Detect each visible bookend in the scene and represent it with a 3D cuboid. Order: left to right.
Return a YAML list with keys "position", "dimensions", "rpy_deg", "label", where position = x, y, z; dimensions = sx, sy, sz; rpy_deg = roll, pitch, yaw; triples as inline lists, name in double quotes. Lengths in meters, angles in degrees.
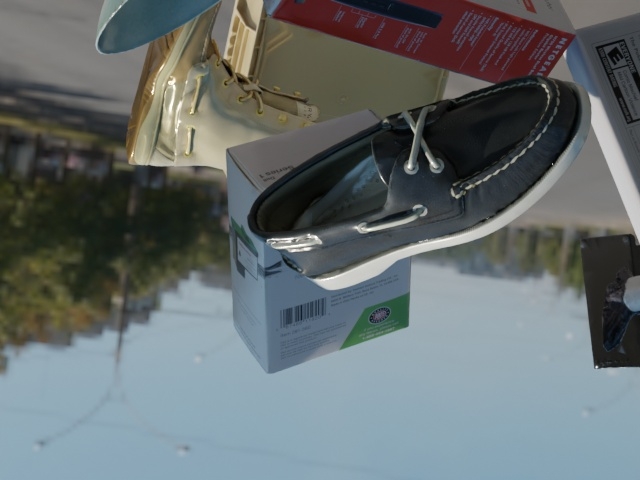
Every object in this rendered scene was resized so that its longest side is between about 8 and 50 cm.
- position: [0.391, 0.067, 1.917]
  dimensions: [0.072, 0.157, 0.156]
  rpy_deg: [-6, 180, 44]
  label: "bookend"

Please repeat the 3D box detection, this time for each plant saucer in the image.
- position: [-0.088, -0.203, 1.137]
  dimensions: [0.195, 0.037, 0.195]
  rpy_deg: [-34, 178, -1]
  label: "plant saucer"

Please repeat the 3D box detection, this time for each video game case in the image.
- position: [0.426, -0.093, 1.644]
  dimensions: [0.300, 0.329, 0.036]
  rpy_deg: [-18, 173, -27]
  label: "video game case"

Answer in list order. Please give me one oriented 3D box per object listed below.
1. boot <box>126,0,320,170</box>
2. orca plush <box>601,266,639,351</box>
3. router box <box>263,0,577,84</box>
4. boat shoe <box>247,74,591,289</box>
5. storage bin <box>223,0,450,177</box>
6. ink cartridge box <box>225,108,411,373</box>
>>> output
- position: [-0.093, -0.176, 1.797]
  dimensions: [0.203, 0.262, 0.095]
  rpy_deg: [10, -142, -16]
  label: "boot"
- position: [0.388, 0.077, 1.449]
  dimensions: [0.287, 0.102, 0.151]
  rpy_deg: [-16, -154, 37]
  label: "orca plush"
- position: [0.065, -0.311, 1.588]
  dimensions: [0.301, 0.082, 0.335]
  rpy_deg: [13, -141, -27]
  label: "router box"
- position: [0.069, -0.050, 1.241]
  dimensions: [0.091, 0.114, 0.302]
  rpy_deg: [31, 131, -34]
  label: "boat shoe"
- position: [0.015, -0.196, 2.030]
  dimensions: [0.262, 0.260, 0.123]
  rpy_deg: [7, -159, -19]
  label: "storage bin"
- position: [0.000, 0.000, 1.531]
  dimensions: [0.160, 0.219, 0.092]
  rpy_deg: [-17, -140, -21]
  label: "ink cartridge box"
